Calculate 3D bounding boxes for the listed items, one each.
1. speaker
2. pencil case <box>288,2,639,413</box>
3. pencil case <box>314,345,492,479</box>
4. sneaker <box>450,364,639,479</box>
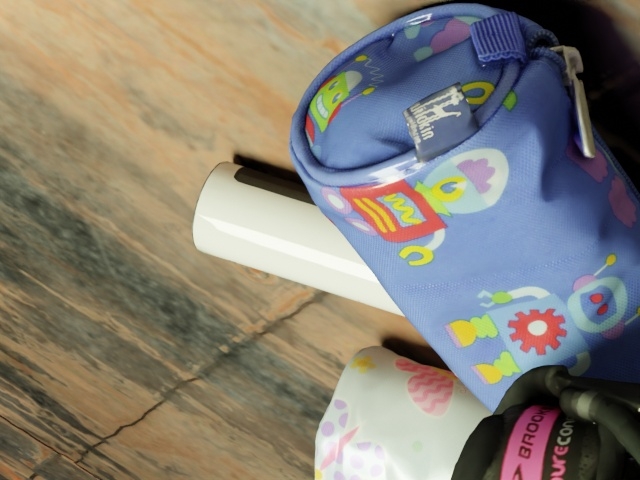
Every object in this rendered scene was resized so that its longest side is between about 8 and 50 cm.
[{"bbox_3d":[0.000,0.000,0.768,0.136,0.055,0.055,18,147,16],"label":"speaker"},{"bbox_3d":[0.116,0.020,0.651,0.133,0.119,0.306,-24,124,27],"label":"pencil case"},{"bbox_3d":[0.132,0.146,0.828,0.273,0.114,0.124,13,-172,21],"label":"pencil case"},{"bbox_3d":[0.155,0.140,0.541,0.202,0.185,0.482,34,133,-24],"label":"sneaker"}]
